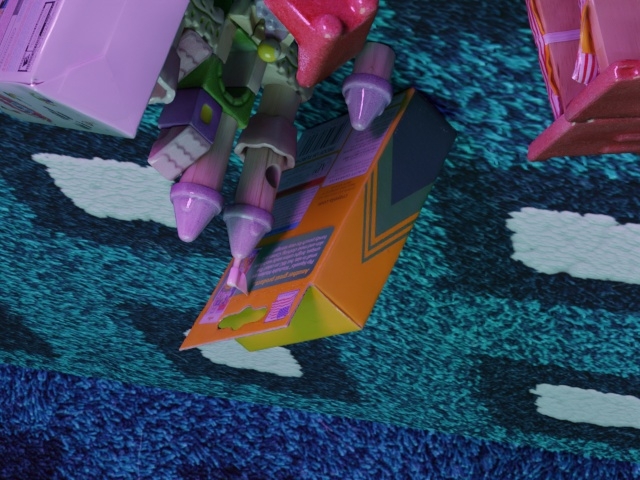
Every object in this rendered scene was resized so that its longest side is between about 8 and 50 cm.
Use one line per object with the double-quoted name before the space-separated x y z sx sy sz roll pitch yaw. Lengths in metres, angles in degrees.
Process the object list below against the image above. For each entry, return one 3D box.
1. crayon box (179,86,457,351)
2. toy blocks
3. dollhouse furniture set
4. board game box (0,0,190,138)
"crayon box" 0.000 0.000 1.440 0.083 0.323 0.203 43 148 -23
"toy blocks" -0.097 -0.121 1.303 0.308 0.260 0.288 0 154 31
"dollhouse furniture set" 0.100 -0.177 0.991 0.374 0.201 0.152 -2 161 -17
"board game box" -0.199 -0.210 1.091 0.097 0.224 0.303 25 175 -29
